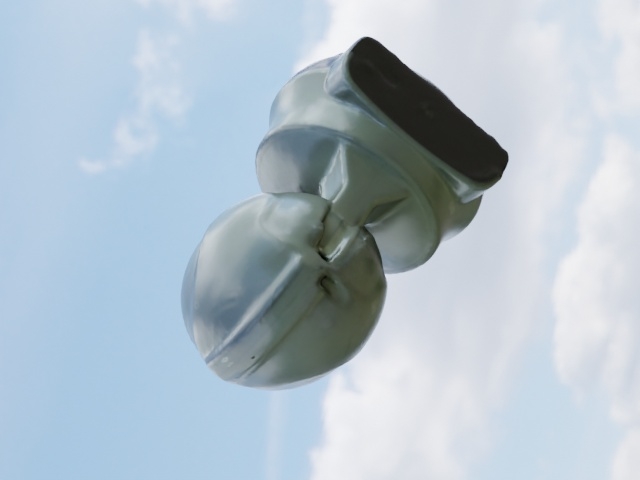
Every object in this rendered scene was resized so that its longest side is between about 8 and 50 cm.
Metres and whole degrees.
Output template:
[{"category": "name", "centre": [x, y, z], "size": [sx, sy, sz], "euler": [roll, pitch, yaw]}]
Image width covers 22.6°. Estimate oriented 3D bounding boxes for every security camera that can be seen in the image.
[{"category": "security camera", "centre": [0.000, 0.000, 1.301], "size": [0.191, 0.197, 0.277], "euler": [-38, 16, 54]}]
